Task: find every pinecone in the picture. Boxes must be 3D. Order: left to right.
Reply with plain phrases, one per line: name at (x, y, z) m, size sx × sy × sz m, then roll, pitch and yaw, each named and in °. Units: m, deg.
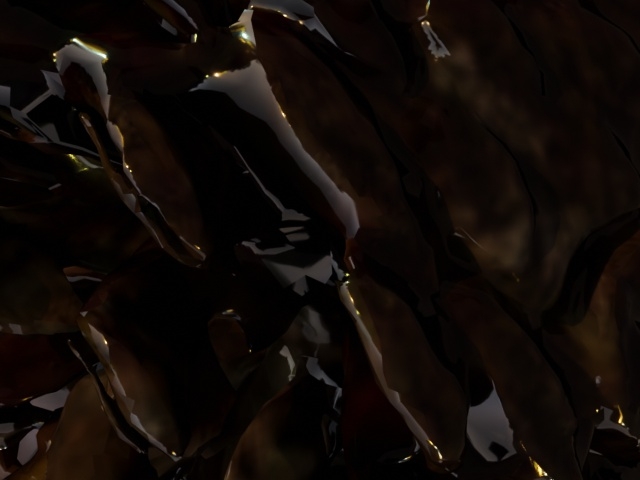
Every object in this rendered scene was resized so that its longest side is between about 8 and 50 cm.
pinecone at (-0.006, 0.002, 0.476) m, size 0.296 × 0.242 × 0.298 m, roll -42°, pitch -64°, yaw -38°
